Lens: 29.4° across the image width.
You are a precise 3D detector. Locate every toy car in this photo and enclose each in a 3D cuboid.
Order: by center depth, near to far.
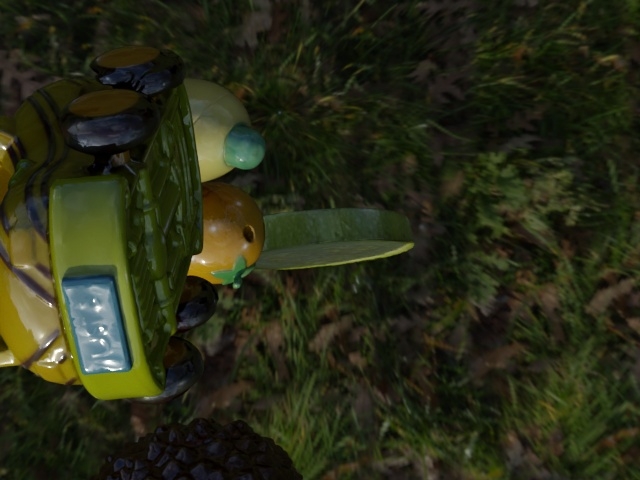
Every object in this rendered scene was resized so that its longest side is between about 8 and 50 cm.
[{"bbox_3d":[-0.150,-0.009,0.767,0.142,0.248,0.200,-3,115,4],"label":"toy car"}]

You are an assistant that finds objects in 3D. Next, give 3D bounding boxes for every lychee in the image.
[{"bbox_3d":[-0.146,0.360,1.429,0.330,0.306,0.306,-2,98,-41],"label":"lychee"}]

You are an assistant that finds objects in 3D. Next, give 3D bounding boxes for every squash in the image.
[{"bbox_3d":[0.000,0.000,1.606,0.252,0.252,0.048,-6,81,-1],"label":"squash"}]

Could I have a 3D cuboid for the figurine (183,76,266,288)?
[{"bbox_3d":[-0.149,-0.046,1.292,0.222,0.324,0.124,36,53,7],"label":"figurine"}]
